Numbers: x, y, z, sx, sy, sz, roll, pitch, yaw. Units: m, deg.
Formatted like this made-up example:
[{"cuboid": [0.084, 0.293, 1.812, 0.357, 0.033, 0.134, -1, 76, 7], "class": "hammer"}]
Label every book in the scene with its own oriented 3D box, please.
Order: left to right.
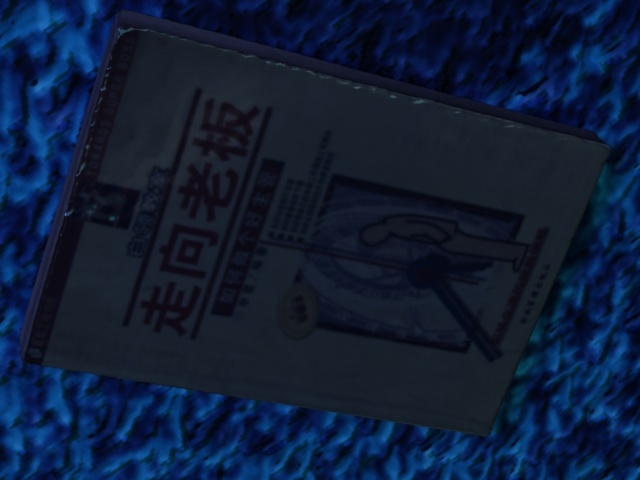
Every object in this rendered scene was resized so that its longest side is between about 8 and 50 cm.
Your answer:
[{"cuboid": [0.000, 0.000, 0.653, 0.231, 0.026, 0.161, 11, 113, -21], "class": "book"}]
